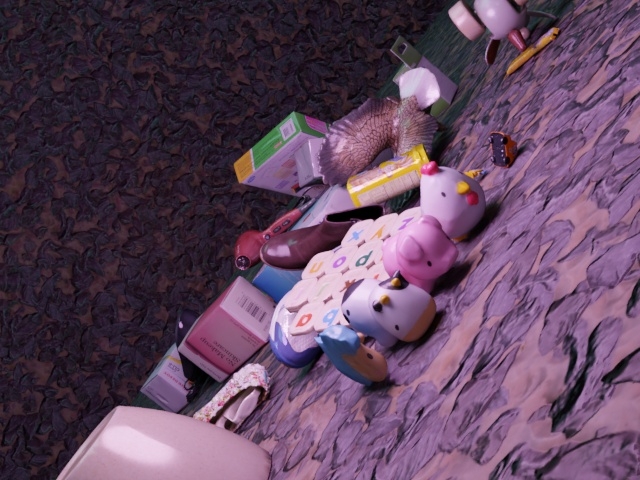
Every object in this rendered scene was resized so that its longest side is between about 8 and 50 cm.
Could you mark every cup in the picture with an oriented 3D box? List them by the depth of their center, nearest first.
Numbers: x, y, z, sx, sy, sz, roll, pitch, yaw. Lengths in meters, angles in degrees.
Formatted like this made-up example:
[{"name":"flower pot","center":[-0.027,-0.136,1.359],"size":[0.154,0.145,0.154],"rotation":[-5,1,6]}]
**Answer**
[{"name":"cup","center":[-0.268,0.389,1.283],"size":[0.331,0.237,0.331],"rotation":[-49,8,9]}]

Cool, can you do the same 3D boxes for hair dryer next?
[{"name":"hair dryer","center":[-0.125,-0.029,2.038],"size":[0.293,0.080,0.223],"rotation":[-52,7,-36]}]

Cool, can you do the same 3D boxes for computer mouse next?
[{"name":"computer mouse","center":[-0.327,0.295,2.277],"size":[0.188,0.072,0.272],"rotation":[-73,-17,-46]}]

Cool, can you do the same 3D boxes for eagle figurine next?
[{"name":"eagle figurine","center":[0.166,-0.220,1.873],"size":[0.226,0.225,0.298],"rotation":[-24,14,44]}]

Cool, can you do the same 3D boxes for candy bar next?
[{"name":"candy bar","center":[0.430,-0.385,1.724],"size":[0.040,0.018,0.161],"rotation":[-55,9,-32]}]

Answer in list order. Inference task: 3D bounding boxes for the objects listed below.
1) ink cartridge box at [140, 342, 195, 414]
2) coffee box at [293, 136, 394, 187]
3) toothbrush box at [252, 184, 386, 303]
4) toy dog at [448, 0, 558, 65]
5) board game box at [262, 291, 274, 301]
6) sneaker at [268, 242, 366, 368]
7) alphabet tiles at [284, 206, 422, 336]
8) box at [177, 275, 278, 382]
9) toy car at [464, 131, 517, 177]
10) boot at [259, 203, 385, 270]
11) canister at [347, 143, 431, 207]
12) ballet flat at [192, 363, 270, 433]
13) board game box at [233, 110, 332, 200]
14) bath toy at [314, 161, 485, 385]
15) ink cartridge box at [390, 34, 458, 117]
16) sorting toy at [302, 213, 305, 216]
[{"name":"ink cartridge box","center":[-0.407,0.388,2.431],"size":[0.127,0.128,0.176],"rotation":[-43,12,43]},{"name":"coffee box","center":[0.074,-0.203,2.084],"size":[0.246,0.098,0.141],"rotation":[-9,-4,-18]},{"name":"toothbrush box","center":[0.000,0.000,1.966],"size":[0.295,0.126,0.216],"rotation":[-43,10,36]},{"name":"toy dog","center":[0.409,-0.458,1.768],"size":[0.333,0.161,0.220],"rotation":[-24,-10,-45]},{"name":"board game box","center":[-0.206,0.228,2.388],"size":[0.259,0.039,0.124],"rotation":[-48,8,5]},{"name":"sneaker","center":[0.013,0.096,1.513],"size":[0.131,0.112,0.296],"rotation":[-39,15,54]},{"name":"alphabet tiles","center":[0.067,0.052,1.403],"size":[0.284,0.021,0.278],"rotation":[-14,33,41]},{"name":"box","center":[-0.224,0.224,2.094],"size":[0.232,0.148,0.127],"rotation":[-45,10,39]},{"name":"toy car","center":[0.275,-0.141,1.357],"size":[0.040,0.060,0.122],"rotation":[-19,1,-26]},{"name":"boot","center":[0.001,-0.016,1.668],"size":[0.207,0.248,0.090],"rotation":[98,163,-71]},{"name":"canister","center":[0.143,-0.125,1.697],"size":[0.170,0.073,0.126],"rotation":[-24,10,10]},{"name":"ballet flat","center":[-0.182,0.339,1.610],"size":[0.241,0.091,0.077],"rotation":[-53,30,7]},{"name":"board game box","center":[-0.035,-0.213,2.236],"size":[0.242,0.064,0.316],"rotation":[-36,-29,31]},{"name":"bath toy","center":[0.123,0.028,1.163],"size":[0.151,0.129,0.348],"rotation":[11,56,42]},{"name":"ink cartridge box","center":[0.255,-0.427,2.189],"size":[0.062,0.209,0.109],"rotation":[-43,11,39]},{"name":"sorting toy","center":[0.070,-0.096,2.266],"size":[0.307,0.041,0.229],"rotation":[-35,22,22]}]
